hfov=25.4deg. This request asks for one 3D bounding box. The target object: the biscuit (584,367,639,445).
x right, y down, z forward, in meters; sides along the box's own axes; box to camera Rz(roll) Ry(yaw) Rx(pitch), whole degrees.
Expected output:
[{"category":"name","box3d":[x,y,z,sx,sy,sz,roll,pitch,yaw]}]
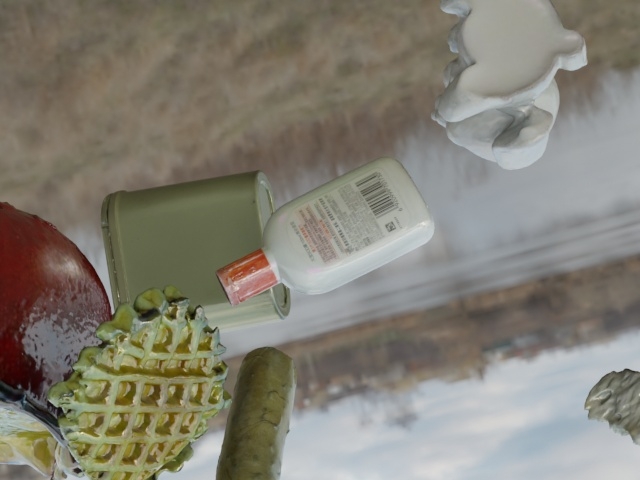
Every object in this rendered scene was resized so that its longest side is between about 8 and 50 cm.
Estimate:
[{"category":"biscuit","box3d":[0.424,0.206,1.451,0.281,0.084,0.179,22,-179,35]}]

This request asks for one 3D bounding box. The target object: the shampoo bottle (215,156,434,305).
[{"category":"shampoo bottle","box3d":[0.000,0.000,1.441,0.221,0.108,0.051,-27,157,-6]}]

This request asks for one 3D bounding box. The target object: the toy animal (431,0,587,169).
[{"category":"toy animal","box3d":[0.257,-0.206,1.967,0.206,0.271,0.265,-1,150,3]}]

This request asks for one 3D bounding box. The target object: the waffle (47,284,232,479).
[{"category":"waffle","box3d":[-0.171,0.154,1.398,0.054,0.214,0.208,22,-129,38]}]

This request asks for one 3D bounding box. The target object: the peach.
[{"category":"peach","box3d":[-0.409,0.122,1.539,0.339,0.353,0.416,-10,-169,7]}]

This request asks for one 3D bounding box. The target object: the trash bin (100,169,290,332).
[{"category":"trash bin","box3d":[-0.185,0.029,2.110,0.247,0.243,0.121,-9,176,13]}]

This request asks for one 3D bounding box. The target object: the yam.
[{"category":"yam","box3d":[-0.078,0.280,1.532,0.083,0.371,0.083,4,139,4]}]
